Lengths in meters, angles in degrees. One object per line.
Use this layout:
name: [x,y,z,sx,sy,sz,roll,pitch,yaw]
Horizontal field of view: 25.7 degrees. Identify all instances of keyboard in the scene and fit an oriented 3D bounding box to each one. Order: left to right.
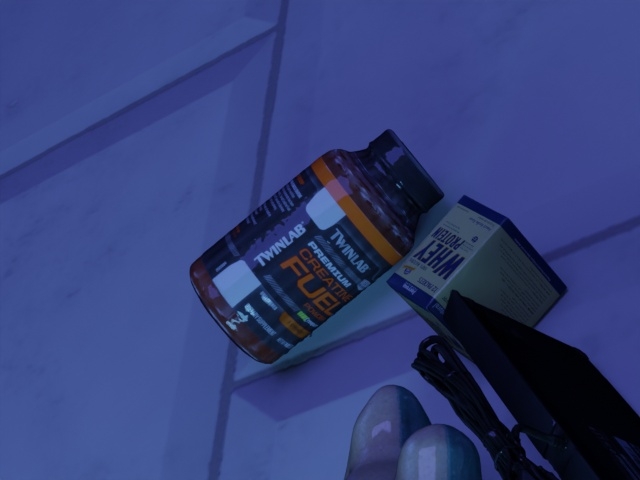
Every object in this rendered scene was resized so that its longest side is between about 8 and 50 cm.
keyboard: [0.138,0.120,0.749,0.033,0.202,0.317,-57,30,14]

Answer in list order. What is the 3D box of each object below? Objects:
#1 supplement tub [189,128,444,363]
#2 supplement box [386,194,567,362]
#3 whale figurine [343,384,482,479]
supplement tub: [0.000,0.000,1.102,0.198,0.106,0.106,-40,33,6]
supplement box: [0.109,0.030,0.974,0.083,0.083,0.056,-48,32,-5]
whale figurine: [0.072,0.195,0.785,0.141,0.216,0.272,6,26,-6]
